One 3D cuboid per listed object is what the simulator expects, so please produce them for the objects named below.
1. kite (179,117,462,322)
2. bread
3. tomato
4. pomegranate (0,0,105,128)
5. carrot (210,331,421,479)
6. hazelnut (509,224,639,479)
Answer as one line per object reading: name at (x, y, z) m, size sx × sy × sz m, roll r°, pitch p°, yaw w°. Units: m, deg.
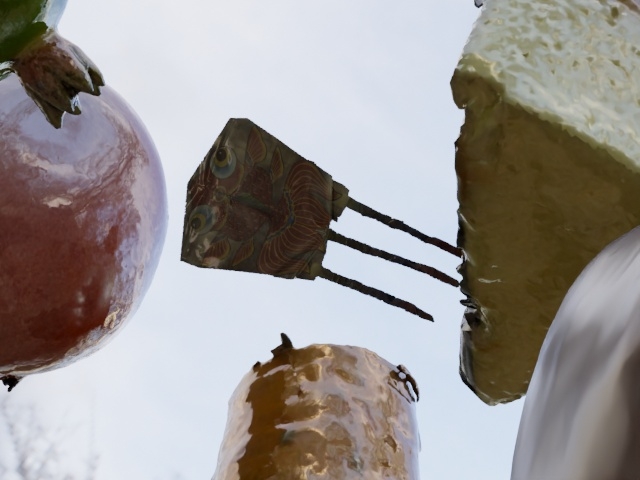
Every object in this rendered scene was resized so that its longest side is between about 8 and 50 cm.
kite at (0.000, -0.001, 1.317) m, size 0.229 × 0.016 × 0.127 m, roll 25°, pitch -75°, yaw 0°
bread at (0.138, -0.064, 0.974) m, size 0.198 × 0.263 × 0.236 m, roll 33°, pitch -38°, yaw -4°
tomato at (-0.323, -0.037, 1.618) m, size 0.341 × 0.341 × 0.273 m, roll 22°, pitch -62°, yaw 12°
pomegranate at (-0.251, -0.175, 1.265) m, size 0.205 × 0.159 × 0.159 m, roll 45°, pitch -45°, yaw 0°
carrot at (-0.008, 0.285, 1.555) m, size 0.224 × 0.341 × 0.224 m, roll 0°, pitch -40°, yaw 0°
hazelnut at (0.256, 0.109, 0.633) m, size 0.402 × 0.429 × 0.402 m, roll 4°, pitch -79°, yaw 18°
